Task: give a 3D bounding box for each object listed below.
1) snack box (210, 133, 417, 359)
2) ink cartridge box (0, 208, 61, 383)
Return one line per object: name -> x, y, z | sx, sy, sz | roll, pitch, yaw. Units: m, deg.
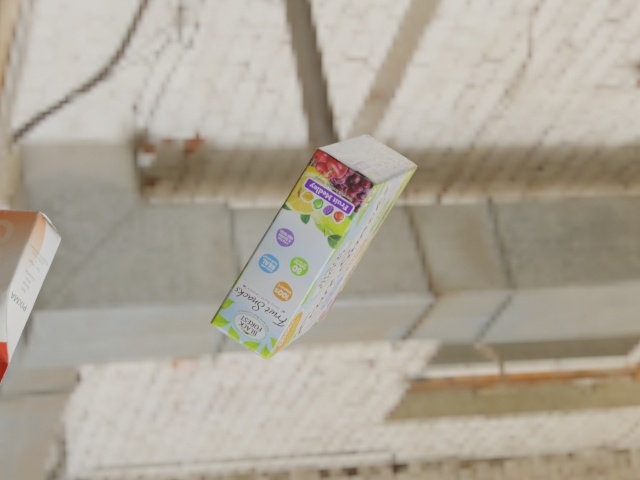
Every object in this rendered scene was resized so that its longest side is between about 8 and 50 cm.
snack box -> 0.000, 0.000, 0.912 | 0.100, 0.037, 0.141 | -60, 173, 10
ink cartridge box -> -0.301, 0.056, 1.433 | 0.045, 0.145, 0.179 | 58, 43, -47
